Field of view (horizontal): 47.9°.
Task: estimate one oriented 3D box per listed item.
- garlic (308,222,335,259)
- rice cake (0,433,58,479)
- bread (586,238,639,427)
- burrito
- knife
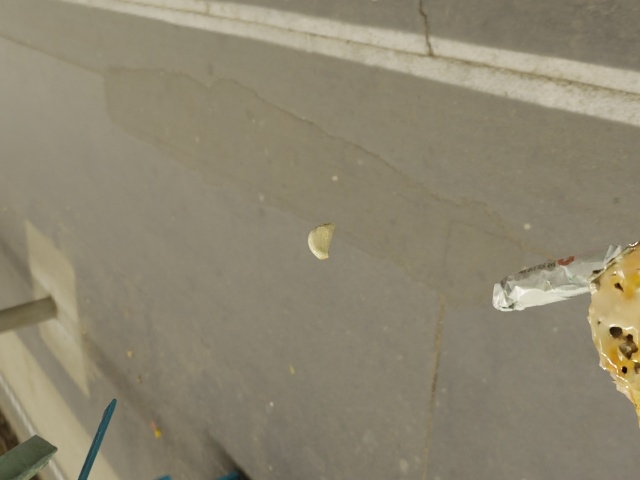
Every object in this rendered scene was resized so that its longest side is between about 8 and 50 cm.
[{"bbox_3d":[0.001,0.000,1.526,0.041,0.053,0.083,92,-174,-66],"label":"garlic"},{"bbox_3d":[-0.592,0.444,1.288,0.066,0.336,0.063,31,103,6],"label":"rice cake"},{"bbox_3d":[0.410,0.086,0.579,0.279,0.248,0.315,111,148,-42],"label":"bread"},{"bbox_3d":[0.344,0.058,1.047,0.203,0.064,0.064,-22,85,32],"label":"burrito"},{"bbox_3d":[-0.401,0.400,1.232,0.044,0.026,0.297,115,171,-48],"label":"knife"}]
